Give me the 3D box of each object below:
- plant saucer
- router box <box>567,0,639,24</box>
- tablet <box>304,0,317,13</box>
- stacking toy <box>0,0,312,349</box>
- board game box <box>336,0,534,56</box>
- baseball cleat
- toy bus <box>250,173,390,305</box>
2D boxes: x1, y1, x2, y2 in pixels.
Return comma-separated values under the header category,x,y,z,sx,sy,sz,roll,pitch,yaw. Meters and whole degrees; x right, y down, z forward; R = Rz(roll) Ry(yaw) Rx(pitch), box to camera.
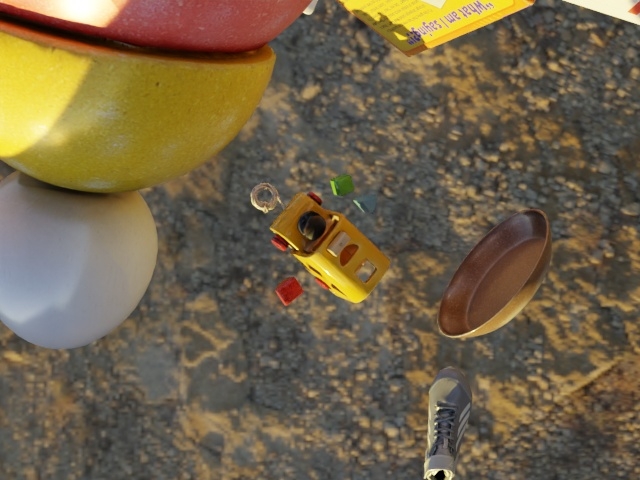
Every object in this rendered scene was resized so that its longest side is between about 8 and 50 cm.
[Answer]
category,x,y,z,sx,sy,sz,roll,pitch,yaw
plant saucer,0.228,0.049,1.276,0.198,0.036,0.198,-48,15,17
router box,0.324,-0.328,0.894,0.335,0.301,0.082,135,144,-61
tablet,-0.035,-0.226,0.824,0.006,0.083,0.054,-157,90,-81
stacking toy,-0.124,-0.149,0.589,0.350,0.351,0.480,31,114,44
board game box,0.146,-0.519,1.349,0.356,0.356,0.356,-58,17,-11
baseball cleat,0.205,0.309,1.617,0.072,0.109,0.206,3,117,8
toy bus,0.011,0.003,1.524,0.104,0.202,0.191,-163,67,-63
